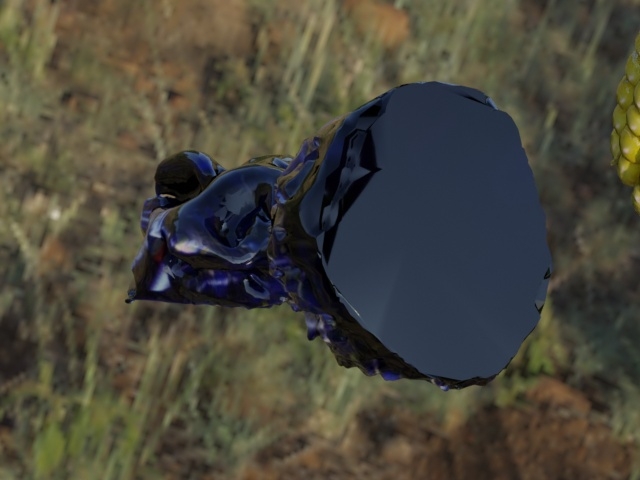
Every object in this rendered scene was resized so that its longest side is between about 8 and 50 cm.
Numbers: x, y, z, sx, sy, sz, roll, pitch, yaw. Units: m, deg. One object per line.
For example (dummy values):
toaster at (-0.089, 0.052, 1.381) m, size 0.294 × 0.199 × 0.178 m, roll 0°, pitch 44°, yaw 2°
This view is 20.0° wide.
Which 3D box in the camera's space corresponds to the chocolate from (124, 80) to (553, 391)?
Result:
chocolate at (-0.003, -0.002, 0.879) m, size 0.126 × 0.148 × 0.343 m, roll 52°, pitch -16°, yaw -13°

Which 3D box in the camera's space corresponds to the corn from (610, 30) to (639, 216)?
corn at (0.154, -0.100, 0.520) m, size 0.093 × 0.244 × 0.093 m, roll 9°, pitch 38°, yaw -7°
